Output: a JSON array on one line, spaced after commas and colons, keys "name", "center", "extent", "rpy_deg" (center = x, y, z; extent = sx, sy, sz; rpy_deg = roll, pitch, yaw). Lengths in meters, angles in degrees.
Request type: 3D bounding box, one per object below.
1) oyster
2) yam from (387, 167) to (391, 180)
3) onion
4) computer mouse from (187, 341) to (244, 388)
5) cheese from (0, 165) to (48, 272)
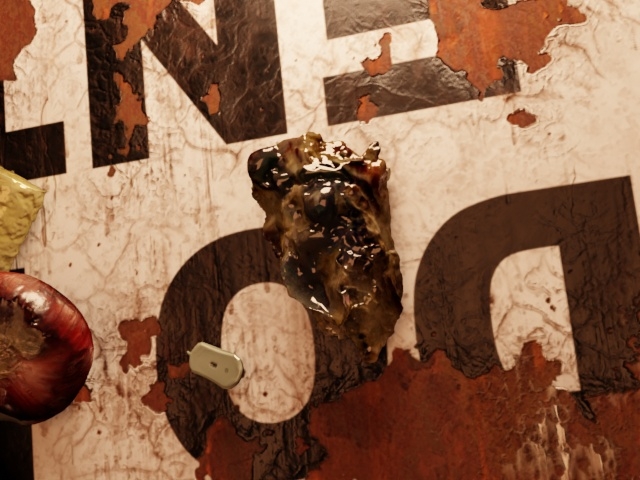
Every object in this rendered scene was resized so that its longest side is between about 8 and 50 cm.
[{"name": "oyster", "center": [0.000, 0.012, 1.328], "extent": [0.221, 0.096, 0.361], "rpy_deg": [-10, 85, 25]}, {"name": "yam", "center": [0.037, -0.101, 1.376], "extent": [0.145, 0.032, 0.032], "rpy_deg": [1, 82, 17]}, {"name": "onion", "center": [-0.482, 0.158, 1.421], "extent": [0.272, 0.195, 0.272], "rpy_deg": [9, 121, 15]}, {"name": "computer mouse", "center": [-0.164, 0.196, 1.388], "extent": [0.110, 0.032, 0.055], "rpy_deg": [19, 86, 27]}, {"name": "cheese", "center": [-0.552, -0.036, 1.495], "extent": [0.123, 0.094, 0.167], "rpy_deg": [27, 90, 15]}]
